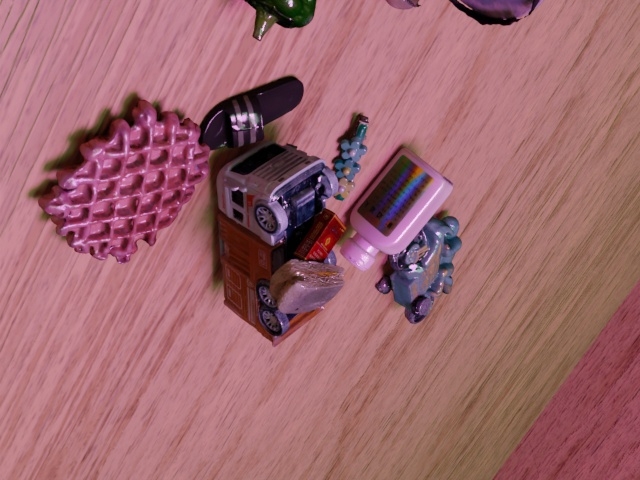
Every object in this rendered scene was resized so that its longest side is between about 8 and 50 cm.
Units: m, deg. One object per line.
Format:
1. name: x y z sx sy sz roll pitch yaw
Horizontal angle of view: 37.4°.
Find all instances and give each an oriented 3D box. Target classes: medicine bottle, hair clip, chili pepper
1. medicine bottle: 0.123 -0.047 1.659 0.219 0.115 0.078 -51 149 7
2. hair clip: 0.045 -0.128 1.557 0.049 0.049 0.173 -19 140 -37
3. chili pepper: -0.011 -0.367 1.172 0.270 0.099 0.136 -54 156 3

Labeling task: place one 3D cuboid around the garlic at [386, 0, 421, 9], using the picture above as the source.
1. garlic: 0.106 -0.384 1.334 0.084 0.066 0.152 -69 156 -17

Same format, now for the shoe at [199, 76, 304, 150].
1. shoe: -0.087 -0.174 1.337 0.179 0.049 0.071 -30 143 -25

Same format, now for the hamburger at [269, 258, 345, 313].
1. hamburger: -0.023 0.071 1.348 0.121 0.054 0.084 -1 140 -48

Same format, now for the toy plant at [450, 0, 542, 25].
1. toy plant: 0.323 -0.479 1.336 0.332 0.247 0.247 -39 147 -21

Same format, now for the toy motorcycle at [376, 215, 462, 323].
1. toy motorcycle: 0.207 0.042 1.884 0.198 0.109 0.296 -45 147 -22

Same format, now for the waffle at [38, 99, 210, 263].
1. waffle: -0.247 -0.074 1.252 0.234 0.055 0.221 -45 148 -5

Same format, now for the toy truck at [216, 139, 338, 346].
1. toy truck: -0.075 -0.003 1.435 0.136 0.162 0.305 -36 142 -36

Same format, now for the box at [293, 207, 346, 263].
1. box: 0.000 0.000 1.364 0.082 0.023 0.051 -56 151 -9
